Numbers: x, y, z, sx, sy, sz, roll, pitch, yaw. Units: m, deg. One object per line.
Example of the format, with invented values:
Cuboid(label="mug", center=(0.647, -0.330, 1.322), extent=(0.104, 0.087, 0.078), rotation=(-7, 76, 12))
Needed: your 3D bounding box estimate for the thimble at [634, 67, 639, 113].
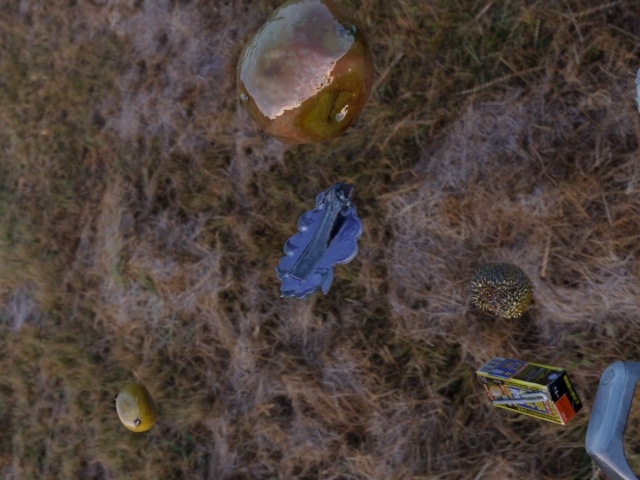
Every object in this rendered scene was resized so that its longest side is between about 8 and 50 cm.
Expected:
Cuboid(label="thimble", center=(0.851, -0.349, 1.572), extent=(0.250, 0.205, 0.172), rotation=(9, 61, 11))

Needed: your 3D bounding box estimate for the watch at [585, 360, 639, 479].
Cuboid(label="watch", center=(0.479, 0.278, 0.977), extent=(0.206, 0.192, 0.068), rotation=(-65, 3, -27))

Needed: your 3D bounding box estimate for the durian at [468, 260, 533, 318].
Cuboid(label="durian", center=(0.451, 0.119, 1.721), extent=(0.158, 0.168, 0.137), rotation=(30, 130, 14))

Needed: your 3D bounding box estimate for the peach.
Cuboid(label="peach", center=(-0.019, -0.261, 1.051), extent=(0.235, 0.214, 0.214), rotation=(-41, 48, 55))

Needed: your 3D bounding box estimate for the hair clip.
Cuboid(label="hair clip", center=(-0.001, -0.001, 0.987), extent=(0.124, 0.052, 0.196), rotation=(10, 67, 43))

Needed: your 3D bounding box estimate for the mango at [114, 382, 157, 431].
Cuboid(label="mango", center=(-0.388, 0.350, 1.472), extent=(0.066, 0.101, 0.187), rotation=(-35, 9, -6))

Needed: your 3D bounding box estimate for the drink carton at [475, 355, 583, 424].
Cuboid(label="drink carton", center=(0.321, 0.231, 1.075), extent=(0.056, 0.071, 0.165), rotation=(-34, 11, -20))
